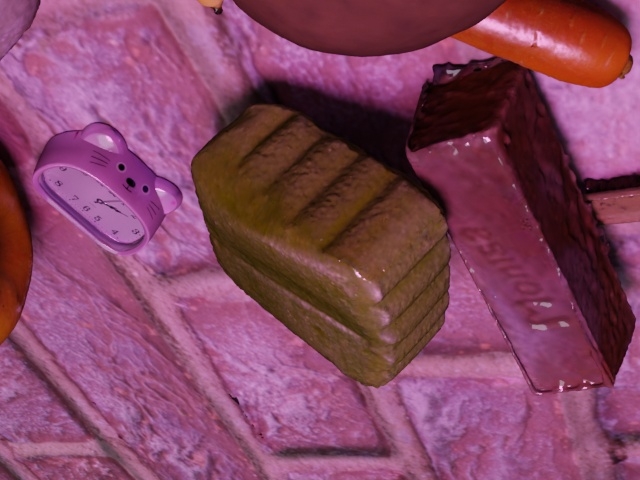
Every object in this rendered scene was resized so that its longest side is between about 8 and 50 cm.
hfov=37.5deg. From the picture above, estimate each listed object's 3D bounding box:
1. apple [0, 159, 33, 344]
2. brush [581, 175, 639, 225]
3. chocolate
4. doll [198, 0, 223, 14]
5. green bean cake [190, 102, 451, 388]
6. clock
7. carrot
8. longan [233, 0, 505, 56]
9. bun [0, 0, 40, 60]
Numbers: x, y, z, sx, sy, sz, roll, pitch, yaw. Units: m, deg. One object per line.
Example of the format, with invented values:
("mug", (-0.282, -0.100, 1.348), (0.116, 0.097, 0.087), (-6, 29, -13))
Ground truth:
("apple", (-0.437, 0.004, 0.999), (0.302, 0.301, 0.301), (10, 138, 9))
("brush", (0.237, -0.033, 0.898), (0.248, 0.036, 0.043), (-7, 129, 35))
("chocolate", (0.180, -0.004, 0.847), (0.112, 0.112, 0.321), (-11, 121, 34))
("doll", (-0.105, -0.297, 0.685), (0.117, 0.086, 0.291), (25, 144, 19))
("green bean cake", (0.000, 0.000, 0.875), (0.248, 0.125, 0.222), (34, 157, 26))
("clock", (-0.230, -0.053, 1.022), (0.110, 0.050, 0.153), (-22, 125, 36))
("carrot", (0.143, -0.177, 0.744), (0.225, 0.067, 0.067), (20, 139, 0))
("longan", (0.030, -0.236, 0.607), (0.248, 0.248, 0.248), (10, 138, 9))
("bun", (-0.392, -0.250, 0.741), (0.362, 0.211, 0.362), (14, 146, 10))
